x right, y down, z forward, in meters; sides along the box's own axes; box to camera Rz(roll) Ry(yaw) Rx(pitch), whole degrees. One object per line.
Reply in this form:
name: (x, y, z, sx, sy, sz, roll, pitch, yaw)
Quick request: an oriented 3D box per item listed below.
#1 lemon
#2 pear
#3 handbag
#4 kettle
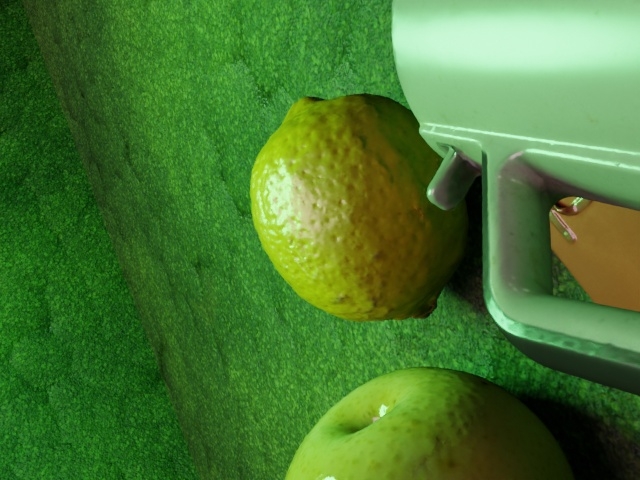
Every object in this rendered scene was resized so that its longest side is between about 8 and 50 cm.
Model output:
lemon: (0.049, -0.031, 0.803, 0.254, 0.254, 0.310, -14, 107, 60)
pear: (0.122, 0.312, 0.753, 0.348, 0.349, 0.348, 32, 130, 50)
handbag: (0.288, 0.007, 0.603, 0.190, 0.063, 0.127, 59, 147, 21)
kettle: (0.215, -0.086, 0.378, 0.361, 0.250, 0.377, -54, 32, -3)
